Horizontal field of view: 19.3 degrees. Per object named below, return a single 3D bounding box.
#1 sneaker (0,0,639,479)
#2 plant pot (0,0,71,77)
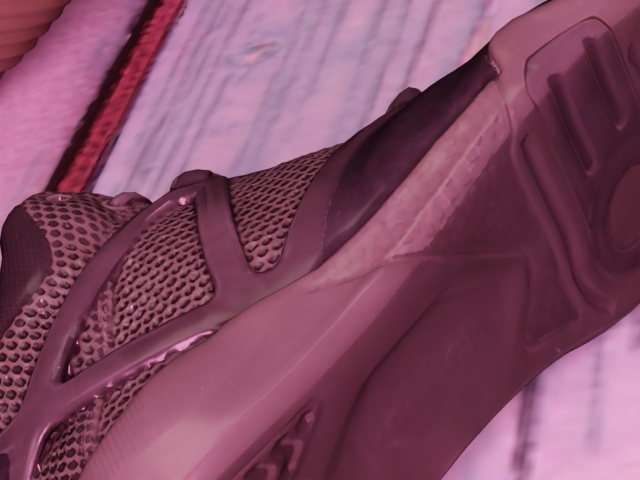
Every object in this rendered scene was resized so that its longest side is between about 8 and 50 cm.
[{"bbox_3d":[0.000,0.000,0.460,0.227,0.087,0.130,-45,42,-21],"label":"sneaker"},{"bbox_3d":[-0.179,-0.106,0.686,0.237,0.109,0.237,2,12,0],"label":"plant pot"}]
